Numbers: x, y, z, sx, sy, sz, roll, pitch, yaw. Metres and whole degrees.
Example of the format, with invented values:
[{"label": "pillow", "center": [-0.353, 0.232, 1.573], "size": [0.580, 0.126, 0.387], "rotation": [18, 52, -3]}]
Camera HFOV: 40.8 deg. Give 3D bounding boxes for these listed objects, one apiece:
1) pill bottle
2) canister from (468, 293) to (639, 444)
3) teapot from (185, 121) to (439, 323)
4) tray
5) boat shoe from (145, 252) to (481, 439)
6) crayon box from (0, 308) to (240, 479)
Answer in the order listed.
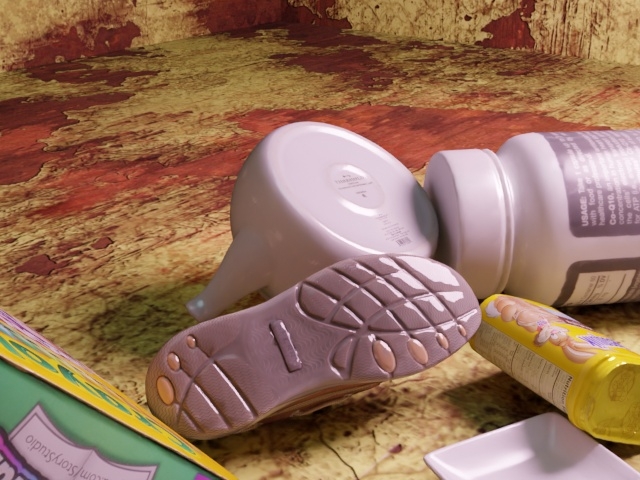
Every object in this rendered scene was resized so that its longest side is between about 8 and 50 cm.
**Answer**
[{"label": "pill bottle", "center": [0.313, -0.026, 1.001], "size": [0.361, 0.204, 0.204], "rotation": [-3, 23, -7]}, {"label": "canister", "center": [0.234, 0.115, 0.803], "size": [0.126, 0.073, 0.170], "rotation": [14, 10, -32]}, {"label": "teapot", "center": [0.000, 0.000, 0.988], "size": [0.256, 0.187, 0.252], "rotation": [21, 38, -17]}, {"label": "tray", "center": [0.207, 0.223, 0.636], "size": [0.145, 0.030, 0.270], "rotation": [-11, 25, -25]}, {"label": "boat shoe", "center": [-0.007, 0.098, 0.800], "size": [0.324, 0.123, 0.116], "rotation": [-13, -18, -19]}, {"label": "crayon box", "center": [-0.247, 0.090, 0.568], "size": [0.313, 0.363, 0.106], "rotation": [20, 72, 41]}]
